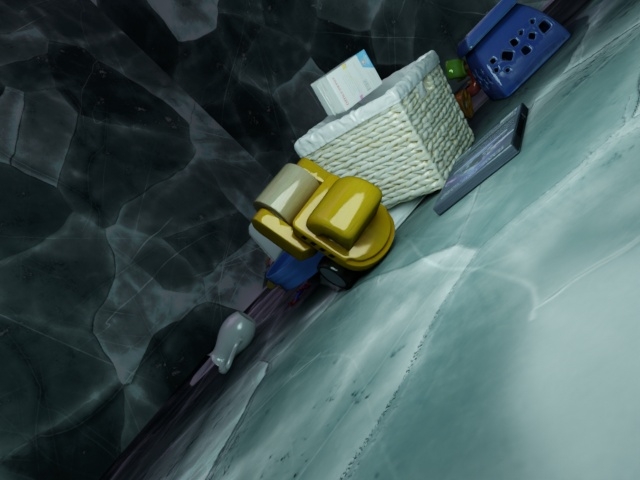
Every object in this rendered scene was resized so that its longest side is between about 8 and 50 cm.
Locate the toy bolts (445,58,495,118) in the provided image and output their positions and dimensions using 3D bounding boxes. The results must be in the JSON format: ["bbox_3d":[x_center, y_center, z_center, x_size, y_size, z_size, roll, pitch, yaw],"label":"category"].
[{"bbox_3d":[0.556,-0.538,1.730,0.158,0.219,0.228,-9,6,38],"label":"toy bolts"}]

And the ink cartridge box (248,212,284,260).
[{"bbox_3d":[-0.031,-0.105,1.864,0.394,0.166,0.286,-14,-36,-51],"label":"ink cartridge box"}]

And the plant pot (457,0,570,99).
[{"bbox_3d":[0.545,-0.575,1.501,0.236,0.212,0.236,-44,4,13],"label":"plant pot"}]

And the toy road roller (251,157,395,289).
[{"bbox_3d":[0.013,-0.066,1.148,0.203,0.329,0.241,-53,-10,-19],"label":"toy road roller"}]

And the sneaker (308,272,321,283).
[{"bbox_3d":[0.012,0.082,1.654,0.209,0.069,0.082,-54,-11,-45],"label":"sneaker"}]

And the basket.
[{"bbox_3d":[0.173,-0.261,1.319,0.331,0.267,0.328,-19,21,40],"label":"basket"}]

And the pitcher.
[{"bbox_3d":[-0.318,0.375,1.857,0.207,0.125,0.177,-57,25,-2],"label":"pitcher"}]

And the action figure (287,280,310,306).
[{"bbox_3d":[-0.069,0.177,1.751,0.115,0.030,0.038,-46,-1,-25],"label":"action figure"}]

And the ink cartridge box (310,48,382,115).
[{"bbox_3d":[0.054,-0.366,1.206,0.143,0.092,0.090,-39,18,-19],"label":"ink cartridge box"}]

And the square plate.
[{"bbox_3d":[0.125,-0.009,1.419,0.347,0.049,0.344,-46,5,-6],"label":"square plate"}]

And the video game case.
[{"bbox_3d":[0.334,-0.173,1.050,0.196,0.026,0.274,-43,6,38],"label":"video game case"}]

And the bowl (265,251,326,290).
[{"bbox_3d":[0.000,0.000,1.538,0.391,0.077,0.391,-42,8,7],"label":"bowl"}]

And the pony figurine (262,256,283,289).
[{"bbox_3d":[-0.153,0.058,2.400,0.351,0.302,0.363,-54,19,4],"label":"pony figurine"}]
